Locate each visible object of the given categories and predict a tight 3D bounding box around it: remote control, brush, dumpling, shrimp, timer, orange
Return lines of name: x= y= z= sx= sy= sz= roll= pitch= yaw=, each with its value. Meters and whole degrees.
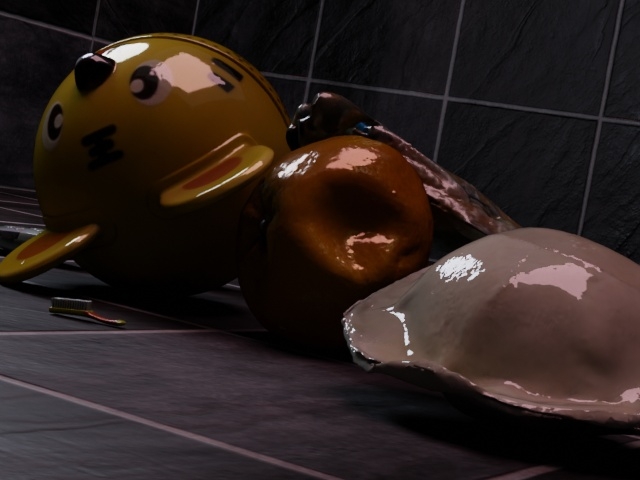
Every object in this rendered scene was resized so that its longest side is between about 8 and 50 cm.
remote control: x=-0.442 y=0.001 z=1.974 sx=0.256 sy=0.045 sz=0.097 roll=8 pitch=0 yaw=29
brush: x=-0.240 y=0.073 z=1.400 sx=0.083 sy=0.021 sz=0.019 roll=11 pitch=0 yaw=13
dumpling: x=0.179 y=0.094 z=1.163 sx=0.260 sy=0.181 sz=0.341 roll=-19 pitch=52 yaw=-39
shrimp: x=0.149 y=-0.038 z=1.675 sx=0.445 sy=0.110 sz=0.221 roll=30 pitch=4 yaw=-19
timer: x=-0.203 y=-0.083 z=1.685 sx=0.376 sy=0.376 sz=0.387 roll=10 pitch=24 yaw=8
orange: x=0.000 y=0.000 z=1.507 sx=0.183 sy=0.249 sz=0.249 roll=20 pitch=-2 yaw=-23
